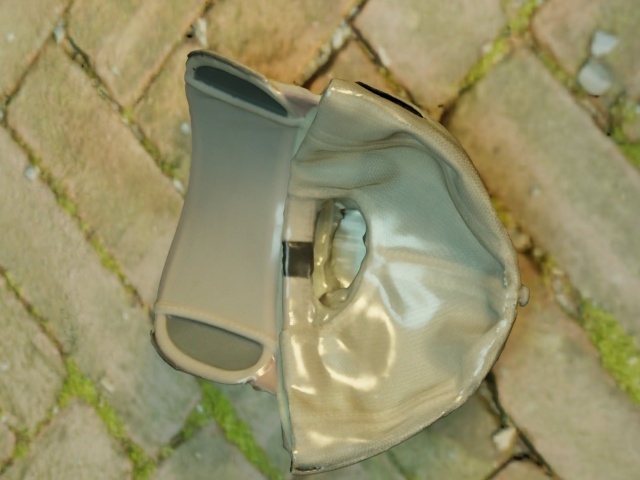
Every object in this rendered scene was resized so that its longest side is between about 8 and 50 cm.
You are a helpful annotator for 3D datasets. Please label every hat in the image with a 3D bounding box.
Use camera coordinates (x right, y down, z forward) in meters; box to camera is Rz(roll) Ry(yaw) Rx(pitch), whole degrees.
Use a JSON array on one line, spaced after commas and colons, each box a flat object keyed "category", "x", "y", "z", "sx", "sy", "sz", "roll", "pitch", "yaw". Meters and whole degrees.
[{"category": "hat", "x": 0.000, "y": 0.000, "z": 0.888, "sx": 0.226, "sy": 0.164, "sz": 0.220, "roll": -137, "pitch": 52, "yaw": -63}]
